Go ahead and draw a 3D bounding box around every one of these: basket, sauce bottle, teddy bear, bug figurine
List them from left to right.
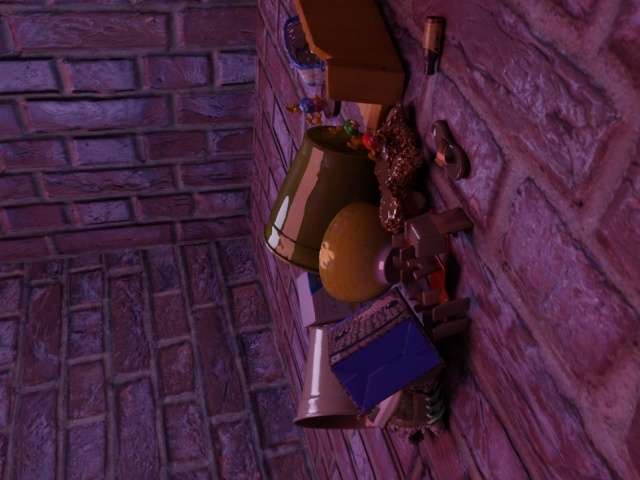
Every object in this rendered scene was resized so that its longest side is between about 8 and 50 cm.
[{"bbox_3d":[-0.016,-0.657,2.021,0.289,0.201,0.255,90,168,-60],"label":"basket"},{"bbox_3d":[0.039,-0.313,1.624,0.072,0.279,0.216,-59,18,13],"label":"bug figurine"},{"bbox_3d":[0.212,-0.189,1.613,0.245,0.113,0.338,112,156,-51],"label":"teddy bear"},{"bbox_3d":[0.255,-0.445,1.420,0.042,0.042,0.128,-120,26,-56],"label":"sauce bottle"}]

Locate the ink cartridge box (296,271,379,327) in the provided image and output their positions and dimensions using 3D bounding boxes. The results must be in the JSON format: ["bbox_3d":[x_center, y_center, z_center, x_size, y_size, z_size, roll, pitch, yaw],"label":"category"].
[{"bbox_3d":[0.059,0.182,2.054,0.168,0.232,0.171,134,128,-68],"label":"ink cartridge box"}]

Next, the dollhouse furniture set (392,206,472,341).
[{"bbox_3d":[0.278,0.057,1.466,0.262,0.135,0.259,-113,11,-46],"label":"dollhouse furniture set"}]

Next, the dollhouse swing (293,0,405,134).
[{"bbox_3d":[0.051,-0.486,1.743,0.305,0.315,0.347,123,139,-51],"label":"dollhouse swing"}]

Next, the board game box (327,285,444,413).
[{"bbox_3d":[0.150,0.263,1.557,0.141,0.232,0.291,56,-176,-7],"label":"board game box"}]

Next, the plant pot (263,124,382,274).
[{"bbox_3d":[0.034,-0.140,1.851,0.366,0.366,0.353,-118,34,-54],"label":"plant pot"}]

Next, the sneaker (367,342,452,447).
[{"bbox_3d":[0.278,0.416,1.626,0.182,0.158,0.410,41,142,15],"label":"sneaker"}]

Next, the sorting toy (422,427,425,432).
[{"bbox_3d":[0.275,0.524,1.792,0.075,0.044,0.083,57,157,17],"label":"sorting toy"}]

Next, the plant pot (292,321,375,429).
[{"bbox_3d":[0.075,0.439,2.026,0.334,0.333,0.306,116,155,-64],"label":"plant pot"}]

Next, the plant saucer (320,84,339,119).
[{"bbox_3d":[0.036,-0.520,2.223,0.168,0.029,0.169,173,90,-74],"label":"plant saucer"}]

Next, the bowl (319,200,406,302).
[{"bbox_3d":[0.150,0.047,1.693,0.156,0.289,0.290,16,115,41],"label":"bowl"}]

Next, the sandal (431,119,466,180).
[{"bbox_3d":[0.280,-0.204,1.414,0.072,0.049,0.180,102,156,-51],"label":"sandal"}]
